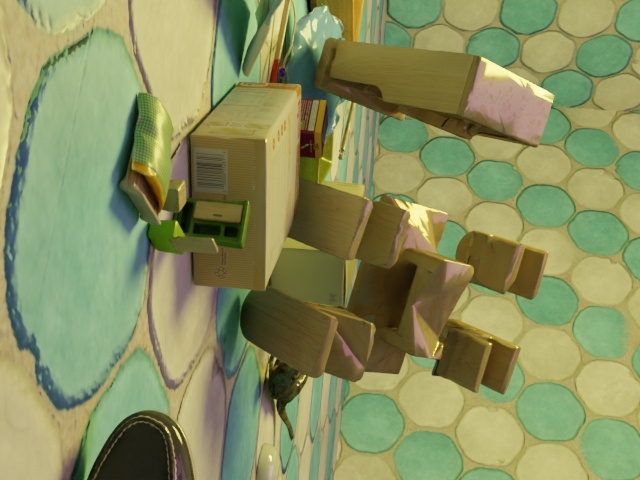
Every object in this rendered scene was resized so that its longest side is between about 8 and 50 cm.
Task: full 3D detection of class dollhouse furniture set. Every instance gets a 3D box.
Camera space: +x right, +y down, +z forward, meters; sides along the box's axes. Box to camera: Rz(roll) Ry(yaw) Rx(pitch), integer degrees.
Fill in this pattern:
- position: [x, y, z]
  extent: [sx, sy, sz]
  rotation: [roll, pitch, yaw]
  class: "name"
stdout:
- position: [0.090, -0.033, 1.079]
  extent: [0.362, 0.256, 0.394]
  rotation: [12, 96, -42]
  class: "dollhouse furniture set"
- position: [-0.093, -0.036, 0.618]
  extent: [0.152, 0.058, 0.076]
  rotation: [80, 16, -67]
  class: "dollhouse furniture set"

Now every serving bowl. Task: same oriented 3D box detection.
- position: [-0.073, 0.338, 1.235]
  extent: [0.083, 0.027, 0.083]
  rotation: [4, 90, -84]
  class: "serving bowl"

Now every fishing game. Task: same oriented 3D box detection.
- position: [-0.009, -0.224, 1.149]
  extent: [0.264, 0.041, 0.189]
  rotation: [23, 76, -65]
  class: "fishing game"

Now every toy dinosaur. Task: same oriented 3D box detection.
- position: [-0.045, 0.200, 1.265]
  extent: [0.268, 0.064, 0.118]
  rotation: [88, 15, -60]
  class: "toy dinosaur"

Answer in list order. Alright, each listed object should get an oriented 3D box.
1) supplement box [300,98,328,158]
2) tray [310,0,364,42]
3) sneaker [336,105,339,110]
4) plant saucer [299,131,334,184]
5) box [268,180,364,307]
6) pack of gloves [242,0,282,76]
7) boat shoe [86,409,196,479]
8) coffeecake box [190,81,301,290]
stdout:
- position: [-0.036, -0.126, 0.945]
  extent: [0.043, 0.083, 0.055]
  rotation: [88, 10, -53]
  class: "supplement box"
- position: [0.043, -0.513, 1.416]
  extent: [0.203, 0.076, 0.411]
  rotation: [84, 12, -59]
  class: "tray"
- position: [0.027, -0.303, 1.490]
  extent: [0.084, 0.058, 0.152]
  rotation: [102, 3, -64]
  class: "sneaker"
- position: [-0.009, -0.187, 1.316]
  extent: [0.188, 0.045, 0.188]
  rotation: [-67, 161, -70]
  class: "plant saucer"
- position: [0.000, 0.000, 1.261]
  extent: [0.275, 0.113, 0.094]
  rotation: [-74, 167, -66]
  class: "box"
- position: [-0.048, -0.299, 0.801]
  extent: [0.232, 0.046, 0.195]
  rotation: [133, -34, -64]
  class: "pack of gloves"
- position: [-0.121, 0.195, 0.487]
  extent: [0.065, 0.075, 0.206]
  rotation: [88, 13, -67]
  class: "boat shoe"
- position: [-0.065, -0.059, 0.803]
  extent: [0.185, 0.068, 0.142]
  rotation: [-71, 165, -65]
  class: "coffeecake box"
